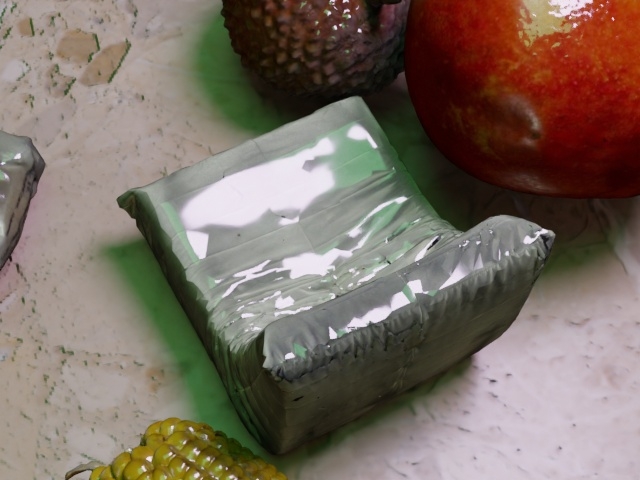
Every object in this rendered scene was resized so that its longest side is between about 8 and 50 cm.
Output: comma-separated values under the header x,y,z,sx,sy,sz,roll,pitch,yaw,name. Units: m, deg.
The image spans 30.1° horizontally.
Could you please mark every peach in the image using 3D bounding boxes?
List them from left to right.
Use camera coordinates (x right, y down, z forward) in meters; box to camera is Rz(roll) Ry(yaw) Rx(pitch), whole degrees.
x,y,z,sx,sy,sz,roll,pitch,yaw,name
0.171,-0.126,0.829,0.243,0.199,0.243,15,56,-22,peach

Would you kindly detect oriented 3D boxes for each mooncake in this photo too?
x,y,z,sx,sy,sz,roll,pitch,yaw,name
-0.274,-0.026,0.848,0.130,0.073,0.125,13,58,1,mooncake

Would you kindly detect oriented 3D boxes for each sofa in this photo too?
x,y,z,sx,sy,sz,roll,pitch,yaw,name
0.000,0.000,0.795,0.210,0.176,0.225,-23,66,-15,sofa

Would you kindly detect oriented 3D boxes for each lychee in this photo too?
x,y,z,sx,sy,sz,roll,pitch,yaw,name
0.008,-0.185,0.899,0.165,0.197,0.165,0,90,-38,lychee

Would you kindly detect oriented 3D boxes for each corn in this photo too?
x,y,z,sx,sy,sz,roll,pitch,yaw,name
-0.017,0.207,0.725,0.310,0.101,0.101,33,64,14,corn
